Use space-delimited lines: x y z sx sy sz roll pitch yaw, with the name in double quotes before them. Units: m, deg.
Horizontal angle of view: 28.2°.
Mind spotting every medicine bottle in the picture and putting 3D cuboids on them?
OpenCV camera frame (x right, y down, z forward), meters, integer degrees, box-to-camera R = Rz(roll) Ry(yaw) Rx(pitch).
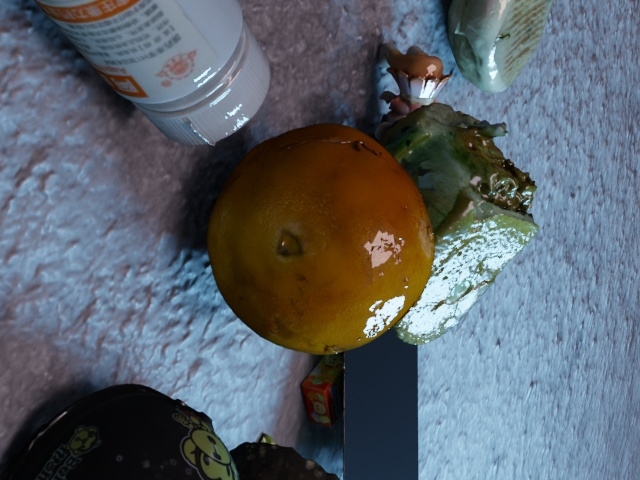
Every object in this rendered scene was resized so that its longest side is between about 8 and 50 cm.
"medicine bottle" -0.146 -0.198 1.100 0.252 0.144 0.145 47 59 -53

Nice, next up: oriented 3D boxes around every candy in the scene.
"candy" 0.024 0.176 1.637 0.122 0.038 0.062 -47 137 -45

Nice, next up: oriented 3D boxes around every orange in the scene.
"orange" 0.000 0.000 1.336 0.240 0.240 0.240 -29 124 -55

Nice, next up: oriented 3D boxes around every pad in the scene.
"pad" 0.081 0.206 1.677 0.247 0.007 0.368 9 80 -63

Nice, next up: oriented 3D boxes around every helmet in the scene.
"helmet" -0.172 0.275 1.159 0.279 0.160 0.230 -56 135 -22

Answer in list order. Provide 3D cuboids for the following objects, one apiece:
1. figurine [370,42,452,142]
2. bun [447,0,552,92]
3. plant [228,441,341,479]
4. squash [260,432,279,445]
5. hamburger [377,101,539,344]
"figurine" 0.106 -0.146 1.616 0.111 0.102 0.195 -1 107 -27
"bun" 0.245 -0.323 1.784 0.210 0.116 0.237 -48 155 -38
"plant" -0.098 0.375 1.327 0.321 0.194 0.182 -65 -177 -34
"squash" -0.035 0.391 1.493 0.237 0.155 0.204 -57 146 -33
"hamburger" 0.121 -0.026 1.496 0.192 0.168 0.288 22 112 -47
